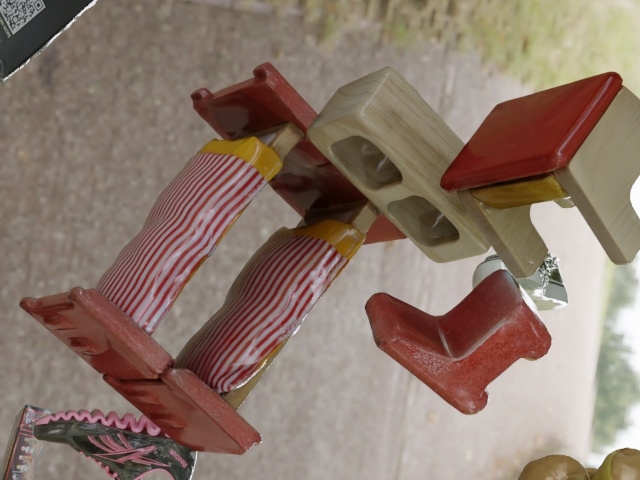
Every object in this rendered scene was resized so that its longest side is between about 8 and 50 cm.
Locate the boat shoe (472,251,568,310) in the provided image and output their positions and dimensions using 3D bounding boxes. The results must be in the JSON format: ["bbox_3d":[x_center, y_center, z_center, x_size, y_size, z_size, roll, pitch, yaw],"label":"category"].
[{"bbox_3d":[0.222,0.033,1.732,0.219,0.077,0.070,23,60,-65],"label":"boat shoe"}]

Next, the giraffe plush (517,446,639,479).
[{"bbox_3d":[0.246,0.262,1.408,0.170,0.181,0.210,35,-54,57],"label":"giraffe plush"}]

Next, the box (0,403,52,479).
[{"bbox_3d":[-0.276,0.220,1.378,0.094,0.027,0.137,142,-36,-70],"label":"box"}]

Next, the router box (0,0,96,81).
[{"bbox_3d":[-0.218,-0.197,0.472,0.081,0.243,0.309,-50,130,-33],"label":"router box"}]

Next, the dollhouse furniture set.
[{"bbox_3d":[0.000,0.000,0.877,0.201,0.152,0.374,-54,-161,-23],"label":"dollhouse furniture set"}]

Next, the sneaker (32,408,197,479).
[{"bbox_3d":[-0.140,0.145,1.054,0.047,0.119,0.057,116,-20,-87],"label":"sneaker"}]
